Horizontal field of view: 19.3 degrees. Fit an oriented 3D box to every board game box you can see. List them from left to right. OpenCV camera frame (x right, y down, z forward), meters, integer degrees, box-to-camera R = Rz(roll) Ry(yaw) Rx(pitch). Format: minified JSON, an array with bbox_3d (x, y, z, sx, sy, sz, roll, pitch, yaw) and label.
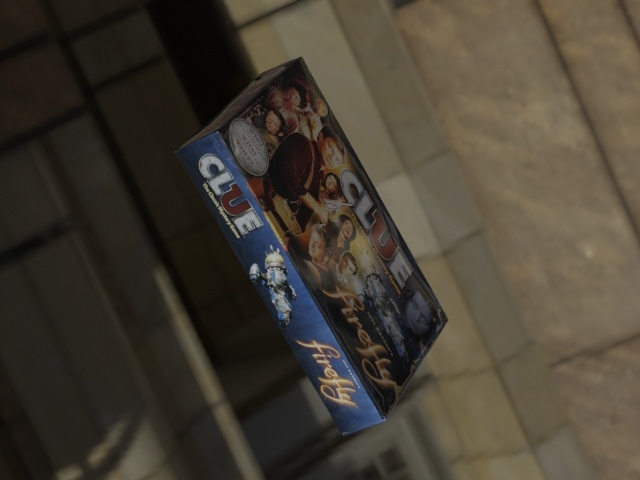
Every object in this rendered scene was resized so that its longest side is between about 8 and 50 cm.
[{"bbox_3d":[0.000,0.000,1.404,0.042,0.243,0.165,-23,-165,29],"label":"board game box"}]
